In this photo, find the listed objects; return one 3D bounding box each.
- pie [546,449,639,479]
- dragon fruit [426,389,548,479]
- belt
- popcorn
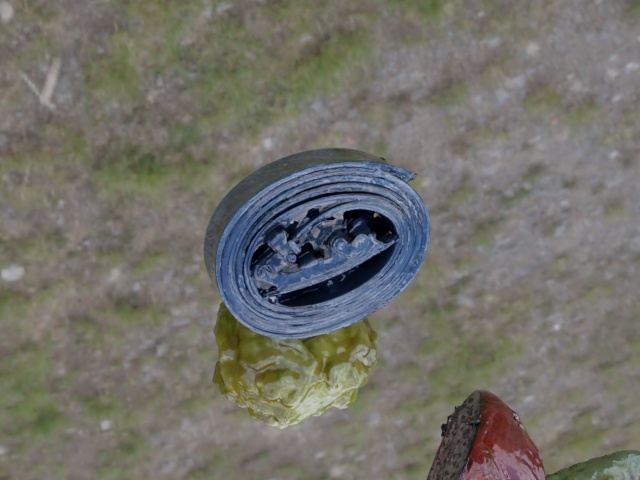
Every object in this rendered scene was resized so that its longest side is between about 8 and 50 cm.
[{"bbox_3d":[0.392,0.485,1.625,0.395,0.418,0.180,-31,-168,-17],"label":"pie"},{"bbox_3d":[0.209,0.302,1.407,0.148,0.219,0.224,22,158,0],"label":"dragon fruit"},{"bbox_3d":[0.000,0.000,0.972,0.190,0.082,0.141,-20,109,-9],"label":"belt"},{"bbox_3d":[-0.030,0.122,1.271,0.197,0.197,0.156,-5,117,-21],"label":"popcorn"}]
